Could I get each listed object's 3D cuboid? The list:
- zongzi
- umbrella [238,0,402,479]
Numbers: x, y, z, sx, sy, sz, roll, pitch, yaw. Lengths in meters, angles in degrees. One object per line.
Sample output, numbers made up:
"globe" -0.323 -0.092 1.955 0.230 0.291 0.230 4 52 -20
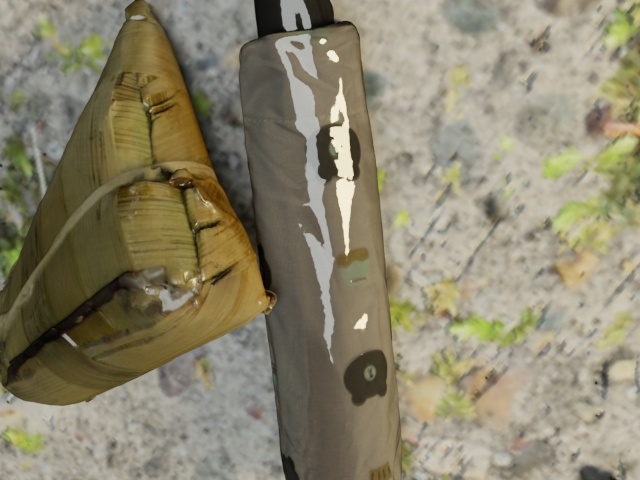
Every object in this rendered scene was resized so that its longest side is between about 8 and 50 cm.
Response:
"zongzi" -0.129 -0.015 0.532 0.194 0.099 0.197 -31 67 33
"umbrella" 0.000 0.000 0.514 0.073 0.067 0.337 -6 105 -1
